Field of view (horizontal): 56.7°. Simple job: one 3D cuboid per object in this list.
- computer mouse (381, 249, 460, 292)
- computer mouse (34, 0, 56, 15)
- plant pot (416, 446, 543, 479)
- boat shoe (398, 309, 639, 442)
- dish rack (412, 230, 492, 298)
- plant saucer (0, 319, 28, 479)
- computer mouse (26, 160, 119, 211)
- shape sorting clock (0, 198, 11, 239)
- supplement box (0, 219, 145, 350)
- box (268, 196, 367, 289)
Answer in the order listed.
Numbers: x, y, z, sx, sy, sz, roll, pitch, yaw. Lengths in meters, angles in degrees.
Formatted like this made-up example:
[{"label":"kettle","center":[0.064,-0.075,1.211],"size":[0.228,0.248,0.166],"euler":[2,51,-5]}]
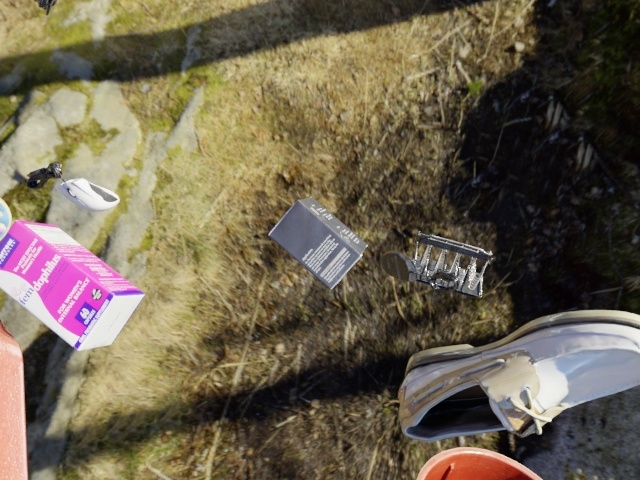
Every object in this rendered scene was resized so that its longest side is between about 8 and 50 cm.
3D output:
[{"label":"computer mouse","center":[0.227,0.068,1.345],"size":[0.041,0.071,0.242],"euler":[-25,26,-30]},{"label":"computer mouse","center":[-0.318,-0.434,0.803],"size":[0.060,0.184,0.262],"euler":[31,38,-21]},{"label":"plant pot","center":[0.210,0.499,0.869],"size":[0.272,0.272,0.265],"euler":[31,125,15]},{"label":"boat shoe","center":[0.222,0.167,0.663],"size":[0.302,0.113,0.103],"euler":[-26,24,38]},{"label":"dish rack","center":[0.323,0.061,1.495],"size":[0.208,0.271,0.074],"euler":[15,75,12]},{"label":"plant saucer","center":[-0.244,0.150,0.409],"size":[0.048,0.258,0.259],"euler":[-5,99,-36]},{"label":"computer mouse","center":[-0.493,-0.097,1.208],"size":[0.106,0.193,0.042],"euler":[-15,64,28]},{"label":"shape sorting clock","center":[-0.551,-0.011,0.842],"size":[0.206,0.206,0.040],"euler":[-27,66,0]},{"label":"supplement box","center":[-0.432,0.073,1.003],"size":[0.220,0.114,0.111],"euler":[34,92,11]},{"label":"box","center":[0.000,0.000,1.155],"size":[0.158,0.156,0.093],"euler":[42,100,2]}]
